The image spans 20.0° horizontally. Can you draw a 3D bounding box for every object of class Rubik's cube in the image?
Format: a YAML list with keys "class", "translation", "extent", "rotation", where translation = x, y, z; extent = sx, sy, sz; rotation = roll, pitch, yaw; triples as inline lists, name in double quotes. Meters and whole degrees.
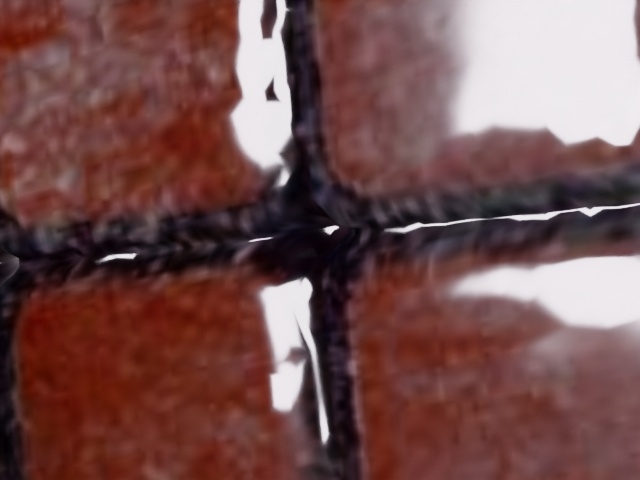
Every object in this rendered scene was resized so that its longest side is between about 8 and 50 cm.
- class: "Rubik's cube"
  translation: [0.000, 0.000, 0.533]
  extent: [0.344, 0.343, 0.337]
  rotation: [-3, 1, 27]
